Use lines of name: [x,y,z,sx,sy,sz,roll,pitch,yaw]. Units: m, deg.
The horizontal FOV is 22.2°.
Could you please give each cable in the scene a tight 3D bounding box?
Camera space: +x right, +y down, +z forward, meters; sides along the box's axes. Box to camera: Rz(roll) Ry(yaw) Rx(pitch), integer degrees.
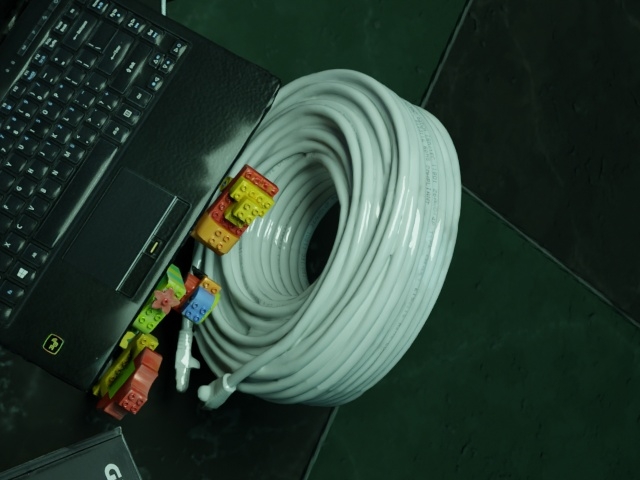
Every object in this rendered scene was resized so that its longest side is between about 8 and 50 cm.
cable: [0.000,0.000,1.237,0.089,0.257,0.257,21,63,-36]

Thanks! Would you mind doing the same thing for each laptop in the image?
laptop: [-0.191,-0.085,0.952,0.264,0.136,0.234,29,75,7]

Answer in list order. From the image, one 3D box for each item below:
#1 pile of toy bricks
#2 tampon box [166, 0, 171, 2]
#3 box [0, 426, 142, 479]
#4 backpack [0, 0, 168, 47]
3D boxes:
pile of toy bricks: [-0.123,0.032,1.189,0.118,0.105,0.212,35,102,-24]
tampon box: [-0.140,-0.246,1.202,0.101,0.161,0.120,19,78,-34]
box: [-0.207,0.312,1.122,0.293,0.073,0.295,-18,83,-42]
backpack: [-0.232,-0.075,1.111,0.225,0.191,0.253,11,76,-31]
